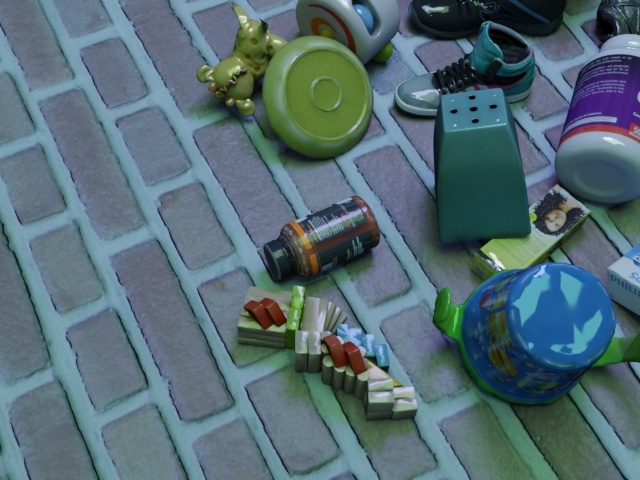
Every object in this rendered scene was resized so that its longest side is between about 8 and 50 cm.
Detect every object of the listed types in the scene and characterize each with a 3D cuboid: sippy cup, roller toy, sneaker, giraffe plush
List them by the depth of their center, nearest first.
[{"bbox_3d":[0.353,0.137,1.389,0.306,0.224,0.240,-23,77,-9],"label":"sippy cup"},{"bbox_3d":[0.297,-0.343,1.730,0.296,0.178,0.123,-11,60,-8],"label":"sneaker"},{"bbox_3d":[-0.145,-0.345,1.740,0.181,0.210,0.170,37,94,15],"label":"giraffe plush"},{"bbox_3d":[0.050,-0.455,1.781,0.209,0.191,0.146,36,65,18],"label":"roller toy"},{"bbox_3d":[0.360,-0.522,1.863,0.341,0.139,0.125,-4,62,-2],"label":"sneaker"},{"bbox_3d":[0.687,-0.439,1.863,0.228,0.087,0.130,35,86,-1],"label":"sneaker"}]

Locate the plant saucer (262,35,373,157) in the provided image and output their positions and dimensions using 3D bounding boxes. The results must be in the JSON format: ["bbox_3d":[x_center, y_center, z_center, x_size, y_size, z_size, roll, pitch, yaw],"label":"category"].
[{"bbox_3d":[0.006,-0.281,1.685,0.241,0.037,0.240,0,89,-26],"label":"plant saucer"}]

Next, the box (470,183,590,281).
[{"bbox_3d":[0.386,-0.002,1.600,0.232,0.058,0.087,-39,68,-21],"label":"box"}]

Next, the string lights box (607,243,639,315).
[{"bbox_3d":[0.651,0.037,1.550,0.260,0.076,0.133,-32,42,-19],"label":"string lights box"}]

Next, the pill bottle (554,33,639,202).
[{"bbox_3d":[0.571,-0.242,1.678,0.182,0.181,0.322,18,61,9],"label":"pill bottle"}]

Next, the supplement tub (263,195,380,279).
[{"bbox_3d":[0.000,0.000,1.557,0.198,0.106,0.106,-23,63,-16],"label":"supplement tub"}]

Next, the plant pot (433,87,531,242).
[{"bbox_3d":[0.278,-0.140,1.542,0.166,0.234,0.165,-6,46,10],"label":"plant pot"}]

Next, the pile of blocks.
[{"bbox_3d":[0.018,0.164,1.456,0.362,0.112,0.149,29,63,14],"label":"pile of blocks"}]
